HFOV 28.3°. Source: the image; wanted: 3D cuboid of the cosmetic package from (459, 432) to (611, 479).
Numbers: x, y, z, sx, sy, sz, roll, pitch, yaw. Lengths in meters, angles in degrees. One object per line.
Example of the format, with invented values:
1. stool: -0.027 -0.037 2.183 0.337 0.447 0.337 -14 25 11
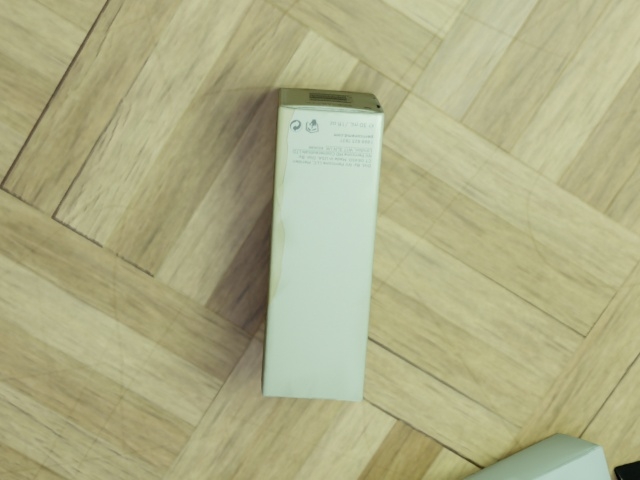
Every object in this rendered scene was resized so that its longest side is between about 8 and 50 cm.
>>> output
1. cosmetic package: 0.232 0.451 1.453 0.284 0.097 0.377 -20 100 -24

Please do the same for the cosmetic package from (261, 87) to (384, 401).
1. cosmetic package: 0.000 0.000 1.365 0.113 0.160 0.310 4 103 -2

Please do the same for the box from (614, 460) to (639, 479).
1. box: 0.504 0.332 1.498 0.261 0.103 0.184 -17 107 2
